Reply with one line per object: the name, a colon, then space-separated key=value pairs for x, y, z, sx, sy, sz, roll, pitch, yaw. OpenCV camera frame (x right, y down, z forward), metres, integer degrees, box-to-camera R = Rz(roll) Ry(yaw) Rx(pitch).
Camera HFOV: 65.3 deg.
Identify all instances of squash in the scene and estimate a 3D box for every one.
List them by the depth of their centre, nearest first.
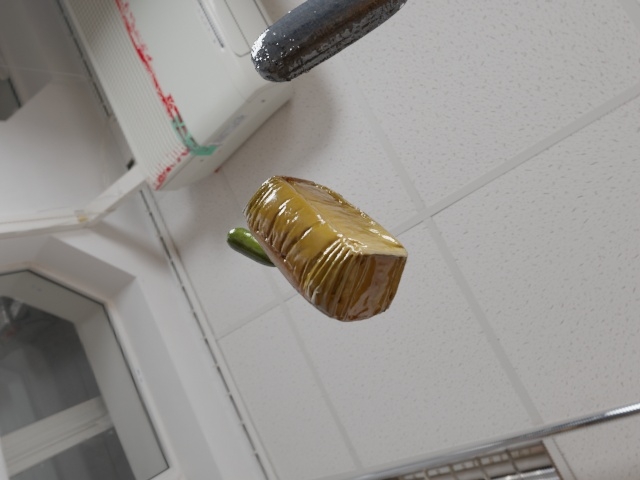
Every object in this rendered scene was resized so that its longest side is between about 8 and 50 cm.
squash: x=-0.164 y=0.019 z=1.280 sx=0.201 sy=0.066 sz=0.066 roll=24 pitch=-68 yaw=32

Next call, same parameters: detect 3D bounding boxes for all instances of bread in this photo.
bread: x=0.000 y=0.000 z=0.767 sx=0.288 sy=0.153 sz=0.119 roll=44 pitch=-62 yaw=44

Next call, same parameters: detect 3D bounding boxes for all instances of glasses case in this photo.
glasses case: x=0.012 y=-0.357 z=0.819 sx=0.283 sy=0.067 sz=0.109 roll=-30 pitch=-123 yaw=4
